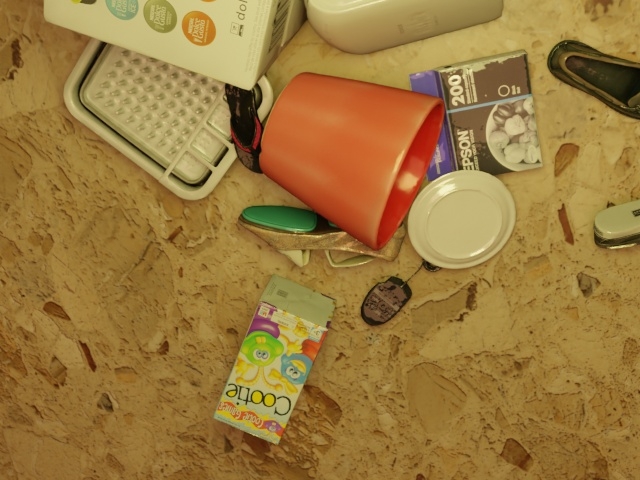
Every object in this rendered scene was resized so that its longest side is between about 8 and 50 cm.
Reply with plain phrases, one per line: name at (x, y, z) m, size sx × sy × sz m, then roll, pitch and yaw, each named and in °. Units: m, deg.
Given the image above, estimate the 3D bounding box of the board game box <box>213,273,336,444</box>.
board game box at (-0.088, 0.233, 1.497) m, size 0.142 × 0.144 × 0.275 m, roll 23°, pitch 111°, yaw 0°

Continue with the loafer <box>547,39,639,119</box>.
loafer at (0.511, -0.258, 1.271) m, size 0.268 × 0.084 × 0.096 m, roll 20°, pitch 110°, yaw 2°

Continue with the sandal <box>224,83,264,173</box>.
sandal at (-0.132, -0.200, 1.335) m, size 0.067 × 0.040 × 0.179 m, roll -11°, pitch 106°, yaw 13°

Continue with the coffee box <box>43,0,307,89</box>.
coffee box at (-0.175, -0.480, 1.127) m, size 0.335 × 0.338 × 0.337 m, roll 20°, pitch 126°, yaw 3°

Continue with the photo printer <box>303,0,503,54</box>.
photo printer at (0.131, -0.389, 1.199) m, size 0.308 × 0.256 × 0.107 m, roll -12°, pitch 86°, yaw 12°

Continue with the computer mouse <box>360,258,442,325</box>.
computer mouse at (0.167, 0.071, 1.465) m, size 0.071 × 0.041 × 0.242 m, roll 43°, pitch 103°, yaw -5°

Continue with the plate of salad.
plate of salad at (0.257, -0.040, 1.391) m, size 0.200 × 0.048 × 0.199 m, roll -2°, pitch 118°, yaw -4°

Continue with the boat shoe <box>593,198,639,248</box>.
boat shoe at (0.594, -0.037, 1.346) m, size 0.220 × 0.077 × 0.070 m, roll -12°, pitch 141°, yaw 9°

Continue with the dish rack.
dish rack at (-0.274, -0.269, 1.395) m, size 0.333 × 0.072 × 0.285 m, roll 37°, pitch 111°, yaw -5°

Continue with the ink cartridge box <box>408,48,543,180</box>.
ink cartridge box at (0.273, -0.213, 1.345) m, size 0.208 × 0.045 × 0.206 m, roll -10°, pitch 107°, yaw 13°

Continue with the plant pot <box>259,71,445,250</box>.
plant pot at (0.046, -0.153, 1.293) m, size 0.243 × 0.275 × 0.274 m, roll 24°, pitch 111°, yaw 13°

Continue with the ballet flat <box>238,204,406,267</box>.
ballet flat at (0.000, 0.000, 1.429) m, size 0.316 × 0.107 × 0.106 m, roll 4°, pitch 116°, yaw 9°
